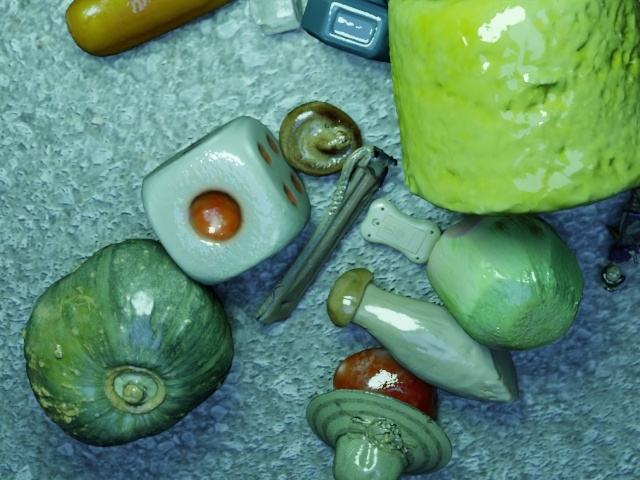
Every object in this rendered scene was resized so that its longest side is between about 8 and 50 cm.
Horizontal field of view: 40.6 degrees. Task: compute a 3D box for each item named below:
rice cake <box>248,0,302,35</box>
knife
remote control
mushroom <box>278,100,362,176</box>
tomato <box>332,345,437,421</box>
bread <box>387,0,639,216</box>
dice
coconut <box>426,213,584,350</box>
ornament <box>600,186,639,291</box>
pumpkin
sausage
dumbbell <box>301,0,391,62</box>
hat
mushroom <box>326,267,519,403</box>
[{"bbox_3d":[-0.078,-0.475,1.214,0.073,0.056,0.364,-1,108,18],"label":"rice cake"},{"bbox_3d":[-0.002,-0.004,1.356,0.089,0.043,0.365,16,119,-35],"label":"knife"},{"bbox_3d":[0.125,-0.014,1.356,0.122,0.032,0.074,27,108,-1],"label":"remote control"},{"bbox_3d":[0.000,-0.153,1.299,0.126,0.085,0.109,40,130,-23],"label":"mushroom"},{"bbox_3d":[0.106,0.264,1.425,0.174,0.082,0.166,-1,109,4],"label":"tomato"},{"bbox_3d":[0.260,-0.207,1.097,0.348,0.348,0.307,-8,118,9],"label":"bread"},{"bbox_3d":[-0.138,-0.061,1.288,0.194,0.192,0.193,-30,104,16],"label":"dice"},{"bbox_3d":[0.269,0.047,1.275,0.236,0.235,0.204,7,134,4],"label":"coconut"},{"bbox_3d":[0.467,-0.009,1.294,0.088,0.081,0.203,10,109,3],"label":"ornament"},{"bbox_3d":[-0.305,0.157,1.344,0.328,0.257,0.291,-26,116,8],"label":"pumpkin"},{"bbox_3d":[-0.242,-0.351,1.252,0.274,0.105,0.105,-21,105,12],"label":"sausage"},{"bbox_3d":[0.088,-0.409,1.174,0.144,0.156,0.316,30,112,29],"label":"dumbbell"},{"bbox_3d":[0.077,0.353,1.387,0.252,0.110,0.252,13,140,12],"label":"hat"},{"bbox_3d":[0.172,0.156,1.360,0.350,0.128,0.128,29,109,-1],"label":"mushroom"}]
